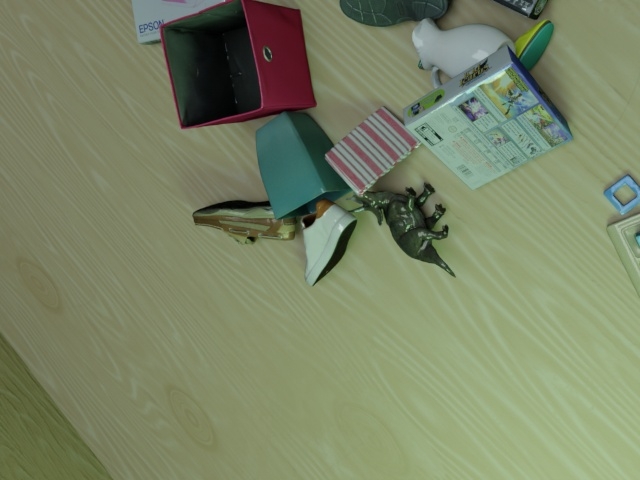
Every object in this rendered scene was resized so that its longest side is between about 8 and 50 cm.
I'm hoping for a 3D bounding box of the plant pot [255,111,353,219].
[{"bbox_3d":[-0.054,-0.197,1.605,0.166,0.165,0.234,-27,83,31],"label":"plant pot"}]

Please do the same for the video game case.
[{"bbox_3d":[0.349,-0.243,1.324,0.244,0.269,0.061,-27,46,32],"label":"video game case"}]

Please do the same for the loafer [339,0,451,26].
[{"bbox_3d":[0.175,-0.546,1.448,0.268,0.084,0.096,12,139,30],"label":"loafer"}]

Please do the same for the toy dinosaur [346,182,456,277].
[{"bbox_3d":[0.221,-0.035,1.533,0.313,0.121,0.160,49,132,5],"label":"toy dinosaur"}]

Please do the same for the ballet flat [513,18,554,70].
[{"bbox_3d":[0.408,-0.366,1.356,0.077,0.077,0.230,39,121,34],"label":"ballet flat"}]

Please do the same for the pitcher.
[{"bbox_3d":[0.307,-0.377,1.356,0.207,0.125,0.177,28,153,42],"label":"pitcher"}]

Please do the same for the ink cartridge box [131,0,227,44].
[{"bbox_3d":[-0.382,-0.721,1.710,0.324,0.071,0.330,-2,103,30],"label":"ink cartridge box"}]

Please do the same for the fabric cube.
[{"bbox_3d":[-0.194,-0.425,1.567,0.259,0.258,0.254,-6,98,30],"label":"fabric cube"}]

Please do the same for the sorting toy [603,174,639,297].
[{"bbox_3d":[0.712,0.019,1.292,0.196,0.047,0.347,-27,89,31],"label":"sorting toy"}]

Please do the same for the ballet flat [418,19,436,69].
[{"bbox_3d":[0.254,-0.444,1.444,0.041,0.041,0.114,22,112,23],"label":"ballet flat"}]

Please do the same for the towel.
[{"bbox_3d":[0.123,-0.216,1.517,0.197,0.029,0.144,-40,66,0],"label":"towel"}]

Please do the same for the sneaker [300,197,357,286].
[{"bbox_3d":[0.000,0.000,1.626,0.123,0.106,0.290,41,139,15],"label":"sneaker"}]

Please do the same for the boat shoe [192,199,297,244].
[{"bbox_3d":[-0.210,-0.044,1.752,0.324,0.123,0.119,1,106,30],"label":"boat shoe"}]

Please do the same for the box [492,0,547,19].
[{"bbox_3d":[0.373,-0.606,1.292,0.270,0.060,0.216,37,119,24],"label":"box"}]
